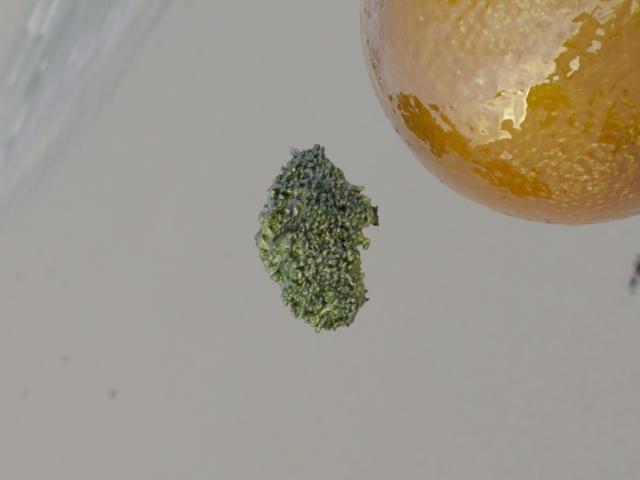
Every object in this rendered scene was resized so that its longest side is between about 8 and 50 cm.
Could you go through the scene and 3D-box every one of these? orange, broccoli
[{"bbox_3d":[0.158,-0.140,0.884,0.274,0.274,0.274,-59,16,28],"label":"orange"},{"bbox_3d":[0.000,0.000,0.890,0.095,0.097,0.092,-51,-12,-4],"label":"broccoli"}]
